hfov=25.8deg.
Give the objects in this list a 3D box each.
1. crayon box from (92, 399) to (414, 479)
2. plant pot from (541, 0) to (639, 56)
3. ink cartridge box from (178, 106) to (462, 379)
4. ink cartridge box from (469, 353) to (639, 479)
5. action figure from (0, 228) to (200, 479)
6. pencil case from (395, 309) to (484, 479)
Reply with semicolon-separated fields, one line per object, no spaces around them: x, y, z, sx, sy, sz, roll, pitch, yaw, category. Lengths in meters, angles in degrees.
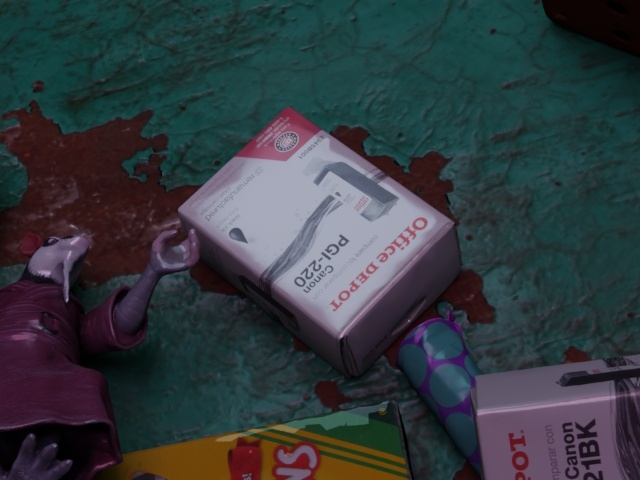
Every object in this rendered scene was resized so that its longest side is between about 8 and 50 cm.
-0.071;0.266;1.156;0.318;0.081;0.202;-13;58;3;crayon box
0.339;-0.317;1.346;0.267;0.267;0.235;27;81;23;plant pot
0.000;0.000;1.298;0.218;0.092;0.158;37;72;25;ink cartridge box
0.261;0.192;1.067;0.273;0.114;0.197;-8;96;8;ink cartridge box
-0.251;0.121;1.233;0.248;0.275;0.370;10;29;-6;action figure
0.129;0.136;1.207;0.070;0.064;0.151;-41;60;4;pencil case
